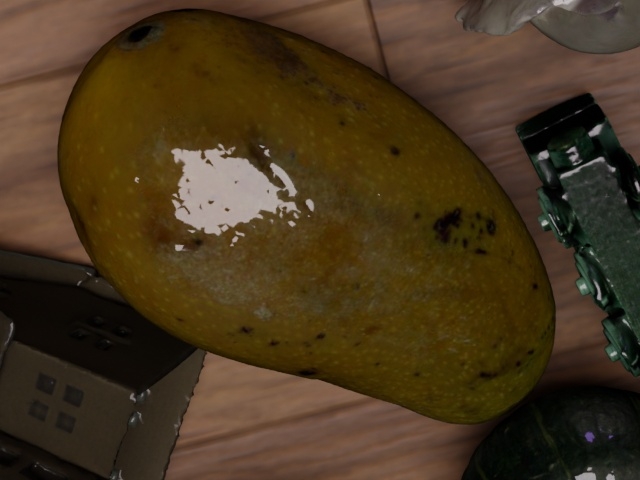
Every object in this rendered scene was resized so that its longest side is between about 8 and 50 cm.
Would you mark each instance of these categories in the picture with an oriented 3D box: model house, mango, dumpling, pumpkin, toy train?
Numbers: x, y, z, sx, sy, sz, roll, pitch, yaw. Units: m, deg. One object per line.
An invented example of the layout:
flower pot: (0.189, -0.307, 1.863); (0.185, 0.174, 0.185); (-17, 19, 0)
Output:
model house: (-0.227, 0.114, 1.164); (0.243, 0.204, 0.211); (22, 105, 10)
mango: (0.002, -0.004, 1.139); (0.329, 0.176, 0.176); (29, 148, -9)
dumpling: (0.162, -0.159, 1.112); (0.188, 0.127, 0.108); (-16, 93, 7)
pumpkin: (0.163, 0.168, 1.206); (0.167, 0.125, 0.167); (-18, 132, -21)
toy train: (0.176, 0.001, 1.171); (0.071, 0.111, 0.170); (-27, 109, 8)
